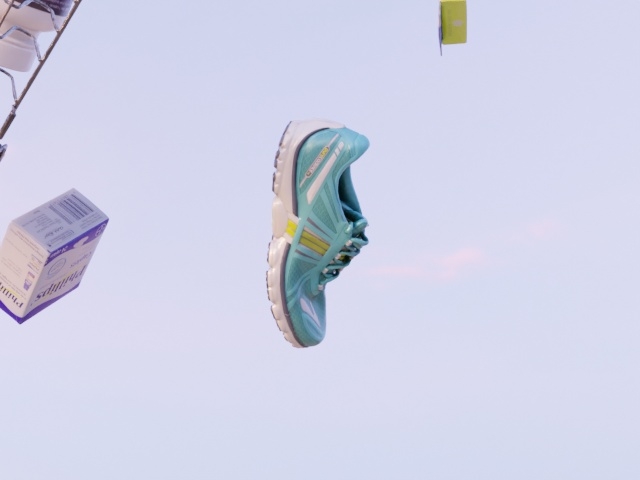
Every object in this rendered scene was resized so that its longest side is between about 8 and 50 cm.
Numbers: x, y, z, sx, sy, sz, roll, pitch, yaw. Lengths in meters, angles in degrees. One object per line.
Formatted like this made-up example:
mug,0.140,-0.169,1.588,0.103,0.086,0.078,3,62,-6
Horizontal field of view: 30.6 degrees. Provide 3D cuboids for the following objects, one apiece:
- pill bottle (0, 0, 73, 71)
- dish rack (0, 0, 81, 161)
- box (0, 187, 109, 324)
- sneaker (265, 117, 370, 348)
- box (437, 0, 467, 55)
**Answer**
pill bottle,-0.278,-0.263,1.102,0.108,0.193,0.108,23,11,-5
dish rack,-0.247,-0.175,0.734,0.208,0.074,0.271,29,-76,-21
box,-0.357,0.020,1.523,0.072,0.126,0.137,39,-54,9
sneaker,0.000,0.000,1.320,0.110,0.107,0.275,8,-68,10
box,0.187,-0.365,1.663,0.043,0.178,0.109,-2,-25,8
